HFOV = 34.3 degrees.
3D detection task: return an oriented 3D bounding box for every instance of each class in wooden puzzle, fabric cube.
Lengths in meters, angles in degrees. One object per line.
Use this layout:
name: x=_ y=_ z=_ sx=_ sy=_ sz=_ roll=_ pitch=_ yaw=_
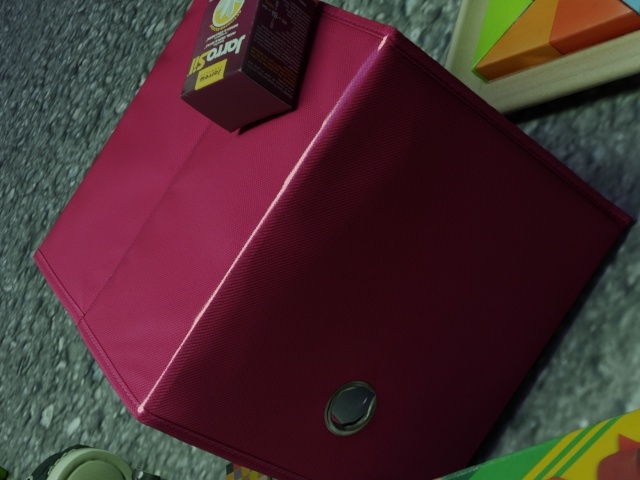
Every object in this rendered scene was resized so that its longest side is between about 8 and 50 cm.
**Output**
wooden puzzle: x=-0.060 y=0.201 z=0.866 sx=0.083 sy=0.006 sz=0.049 roll=-35 pitch=43 yaw=31
wooden puzzle: x=0.200 y=-0.207 z=0.787 sx=0.239 sy=0.044 sz=0.221 roll=-9 pitch=57 yaw=47
fabric cube: x=0.000 y=0.000 z=0.722 sx=0.258 sy=0.254 sz=0.259 roll=-56 pitch=36 yaw=3

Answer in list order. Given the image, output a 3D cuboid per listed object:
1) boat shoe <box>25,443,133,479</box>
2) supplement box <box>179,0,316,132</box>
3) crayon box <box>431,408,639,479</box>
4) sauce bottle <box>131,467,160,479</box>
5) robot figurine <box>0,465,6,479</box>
boat shoe: x=-0.288 y=0.344 z=0.946 sx=0.113 sy=0.127 sz=0.340 roll=1 pitch=67 yaw=53
supplement box: x=-0.041 y=-0.112 z=0.596 sx=0.055 sy=0.043 sz=0.083 roll=-15 pitch=54 yaw=41
crayon box: x=0.198 y=0.180 z=0.507 sx=0.318 sy=0.081 sz=0.202 roll=-30 pitch=46 yaw=35
sauce bottle: x=-0.176 y=0.271 z=0.932 sx=0.042 sy=0.042 sz=0.128 roll=2 pitch=67 yaw=51
robot figurine: x=-0.394 y=0.292 z=1.156 sx=0.115 sy=0.067 sz=0.101 roll=3 pitch=57 yaw=51
